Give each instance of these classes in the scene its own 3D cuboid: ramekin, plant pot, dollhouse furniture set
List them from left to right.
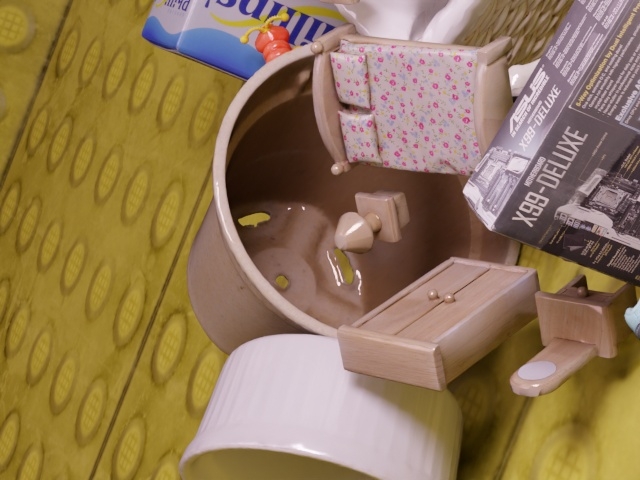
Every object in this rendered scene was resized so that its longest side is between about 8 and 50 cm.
[{"bbox_3d":[0.000,0.000,1.977,0.305,0.334,0.334,136,145,-61],"label":"plant pot"},{"bbox_3d":[0.010,0.204,1.833,0.277,0.277,0.135,-29,39,54],"label":"ramekin"},{"bbox_3d":[0.099,-0.063,1.642,0.303,0.174,0.355,9,120,40],"label":"dollhouse furniture set"}]

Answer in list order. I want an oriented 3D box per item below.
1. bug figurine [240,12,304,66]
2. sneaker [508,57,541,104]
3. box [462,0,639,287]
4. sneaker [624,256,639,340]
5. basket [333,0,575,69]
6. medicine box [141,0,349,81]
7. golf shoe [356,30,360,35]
[{"bbox_3d":[0.050,-0.226,2.117,0.279,0.072,0.216,-32,56,7],"label":"bug figurine"},{"bbox_3d":[0.315,-0.191,1.640,0.385,0.147,0.145,-48,32,37],"label":"sneaker"},{"bbox_3d":[0.296,-0.110,1.510,0.307,0.242,0.076,-61,27,20],"label":"box"},{"bbox_3d":[0.319,0.004,1.414,0.283,0.122,0.110,-49,-14,-50],"label":"sneaker"},{"bbox_3d":[0.156,-0.376,1.826,0.328,0.266,0.331,51,124,27],"label":"basket"},{"bbox_3d":[-0.039,-0.332,2.301,0.149,0.263,0.289,27,97,64],"label":"medicine box"},{"bbox_3d":[0.034,-0.188,2.203,0.306,0.140,0.115,-65,24,8],"label":"golf shoe"}]
